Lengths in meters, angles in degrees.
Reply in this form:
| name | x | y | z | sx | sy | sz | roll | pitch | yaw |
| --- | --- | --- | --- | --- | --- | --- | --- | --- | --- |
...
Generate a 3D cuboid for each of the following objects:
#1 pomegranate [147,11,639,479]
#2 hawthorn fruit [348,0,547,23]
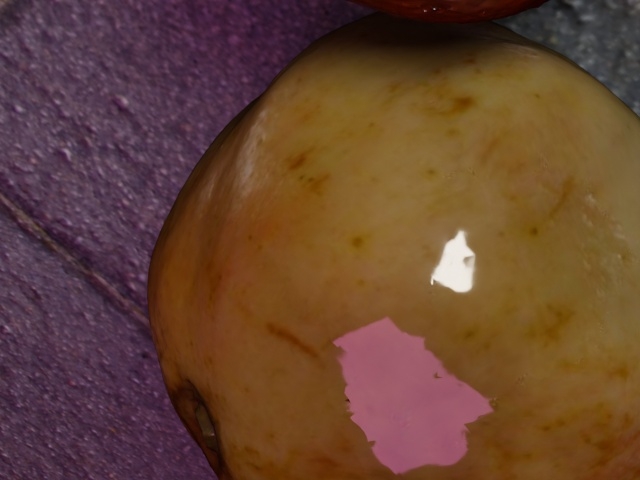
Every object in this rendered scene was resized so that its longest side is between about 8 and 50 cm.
| name | x | y | z | sx | sy | sz | roll | pitch | yaw |
| --- | --- | --- | --- | --- | --- | --- | --- | --- | --- |
| pomegranate | 0.091 | 0.045 | 0.863 | 0.412 | 0.411 | 0.411 | 18 | 140 | 16 |
| hawthorn fruit | 0.043 | -0.256 | 0.625 | 0.316 | 0.316 | 0.316 | 18 | 140 | 16 |
